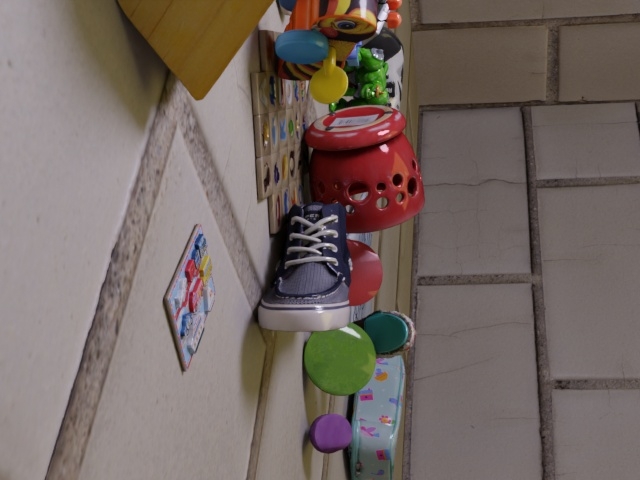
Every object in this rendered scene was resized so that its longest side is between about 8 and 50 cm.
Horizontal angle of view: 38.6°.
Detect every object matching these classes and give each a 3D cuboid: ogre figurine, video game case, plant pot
[{"bbox_3d":[0.072,-0.319,1.793,0.096,0.118,0.197,-75,161,-56],"label":"ogre figurine"},{"bbox_3d":[0.114,-0.477,1.888,0.173,0.022,0.190,-64,-165,-11],"label":"video game case"},{"bbox_3d":[0.070,-0.127,1.524,0.191,0.191,0.174,-69,151,-64],"label":"plant pot"}]

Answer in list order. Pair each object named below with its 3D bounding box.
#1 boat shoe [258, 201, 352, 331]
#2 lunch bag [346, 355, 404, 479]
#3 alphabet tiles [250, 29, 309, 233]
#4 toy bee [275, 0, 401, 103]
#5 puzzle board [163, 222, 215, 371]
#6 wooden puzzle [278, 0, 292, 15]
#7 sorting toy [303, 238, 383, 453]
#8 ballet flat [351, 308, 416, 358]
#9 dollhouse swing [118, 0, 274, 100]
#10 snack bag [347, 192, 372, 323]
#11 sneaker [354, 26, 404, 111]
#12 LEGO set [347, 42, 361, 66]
[{"bbox_3d":[-0.019,0.027,1.273,0.340,0.127,0.158,-81,171,-85],"label":"boat shoe"},{"bbox_3d":[0.124,0.409,2.036,0.279,0.108,0.224,-77,171,-45],"label":"lunch bag"},{"bbox_3d":[-0.055,-0.169,1.382,0.342,0.011,0.285,-47,136,-75],"label":"alphabet tiles"},{"bbox_3d":[0.020,-0.276,1.191,0.298,0.162,0.195,-94,-172,-82],"label":"toy bee"},{"bbox_3d":[-0.130,0.057,0.944,0.128,0.011,0.096,-76,162,-53],"label":"puzzle board"},{"bbox_3d":[-0.050,-0.495,1.365,0.221,0.044,0.238,75,22,-55],"label":"wooden puzzle"},{"bbox_3d":[0.020,0.185,1.592,0.126,0.127,0.365,146,-48,-69],"label":"sorting toy"},{"bbox_3d":[0.098,0.174,1.625,0.077,0.241,0.091,14,72,-37],"label":"ballet flat"},{"bbox_3d":[-0.134,-0.384,0.826,0.315,0.305,0.346,-46,-158,37],"label":"dollhouse swing"},{"bbox_3d":[0.082,0.094,2.051,0.323,0.037,0.342,-62,153,-68],"label":"snack bag"},{"bbox_3d":[0.141,-0.358,2.165,0.330,0.123,0.146,74,16,-54],"label":"sneaker"},{"bbox_3d":[0.032,-0.405,1.667,0.093,0.087,0.227,66,24,-66],"label":"LEGO set"}]
